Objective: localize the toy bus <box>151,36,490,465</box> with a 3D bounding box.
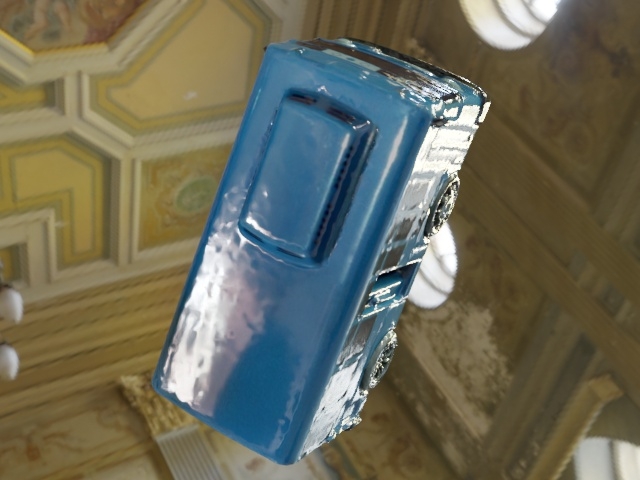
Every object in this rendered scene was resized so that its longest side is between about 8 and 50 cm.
[{"bbox_3d":[0.000,0.000,0.420,0.106,0.090,0.184,-11,-57,-64],"label":"toy bus"}]
